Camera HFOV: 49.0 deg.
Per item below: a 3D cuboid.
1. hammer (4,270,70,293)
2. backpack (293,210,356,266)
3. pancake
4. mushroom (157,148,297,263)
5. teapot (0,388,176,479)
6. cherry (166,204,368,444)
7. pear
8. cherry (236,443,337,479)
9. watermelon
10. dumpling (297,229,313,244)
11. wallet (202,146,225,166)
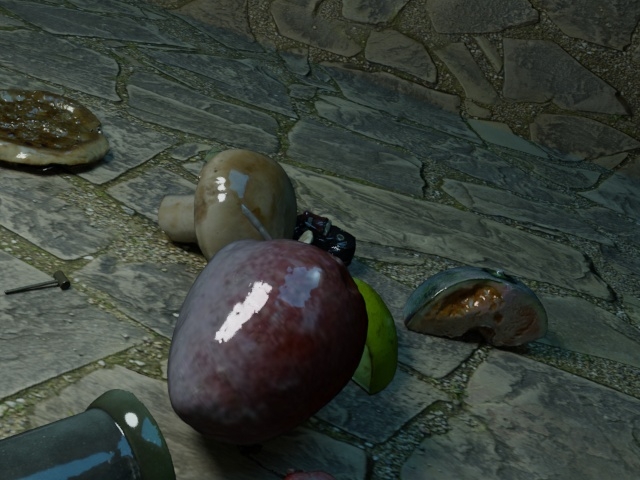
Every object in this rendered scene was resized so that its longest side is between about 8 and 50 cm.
[{"bbox_3d":[-0.505,0.080,1.248,0.110,0.019,0.035,-14,43,-39],"label":"hammer"},{"bbox_3d":[0.002,-0.001,1.626,0.165,0.106,0.120,15,24,-4],"label":"backpack"},{"bbox_3d":[-0.693,-0.274,1.682,0.382,0.071,0.382,15,29,-9],"label":"pancake"},{"bbox_3d":[-0.202,-0.050,1.433,0.289,0.293,0.292,3,23,19],"label":"mushroom"},{"bbox_3d":[-0.368,0.303,0.787,0.336,0.201,0.270,-12,16,-43],"label":"teapot"},{"bbox_3d":[-0.099,0.155,1.098,0.291,0.335,0.326,50,-21,-21],"label":"cherry"},{"bbox_3d":[0.070,0.142,1.410,0.288,0.139,0.239,35,23,22],"label":"pear"},{"bbox_3d":[-0.035,0.353,1.011,0.106,0.090,0.225,-15,33,-25],"label":"cherry"},{"bbox_3d":[0.349,0.115,1.581,0.321,0.175,0.188,12,30,-18],"label":"watermelon"},{"bbox_3d":[-0.064,0.050,1.305,0.111,0.181,0.155,57,24,-16],"label":"dumpling"},{"bbox_3d":[-0.233,-0.204,1.896,0.155,0.039,0.110,20,27,0],"label":"wallet"}]
